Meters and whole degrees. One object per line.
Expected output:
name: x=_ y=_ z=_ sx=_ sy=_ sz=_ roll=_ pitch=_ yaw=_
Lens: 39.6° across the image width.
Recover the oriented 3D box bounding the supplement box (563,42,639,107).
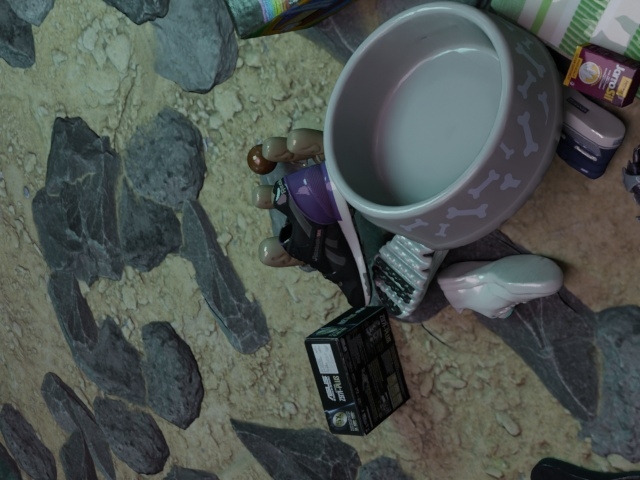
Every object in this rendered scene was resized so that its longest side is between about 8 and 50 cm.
supplement box: x=0.360 y=-0.210 z=1.125 sx=0.083 sy=0.043 sz=0.055 roll=29 pitch=122 yaw=27

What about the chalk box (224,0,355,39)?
chalk box: x=-0.001 y=-0.437 z=1.287 sx=0.288 sy=0.179 sz=0.180 roll=-18 pitch=95 yaw=41

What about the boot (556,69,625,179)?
boot: x=0.323 y=-0.166 z=1.213 sx=0.190 sy=0.069 sz=0.086 roll=48 pitch=150 yaw=27

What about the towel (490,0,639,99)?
towel: x=0.390 y=-0.321 z=1.113 sx=0.324 sy=0.038 sz=0.248 roll=38 pitch=128 yaw=22

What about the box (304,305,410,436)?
box: x=0.065 y=0.222 z=1.529 sx=0.077 sy=0.147 sz=0.180 roll=-7 pitch=105 yaw=41

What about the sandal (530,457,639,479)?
sandal: x=0.440 y=0.400 z=1.360 sx=0.254 sy=0.054 sz=0.097 roll=-2 pitch=107 yaw=40

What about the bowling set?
bowling set: x=-0.026 y=-0.111 z=1.491 sx=0.200 sy=0.154 sz=0.287 roll=-116 pitch=35 yaw=-44

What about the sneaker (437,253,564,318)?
sneaker: x=0.283 y=0.079 z=1.352 sx=0.212 sy=0.080 sz=0.094 roll=-3 pitch=118 yaw=47

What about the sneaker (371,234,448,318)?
sneaker: x=0.164 y=0.006 z=1.378 sx=0.110 sy=0.118 sz=0.292 roll=47 pitch=139 yaw=31

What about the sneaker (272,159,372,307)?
sneaker: x=0.000 y=0.000 z=1.414 sx=0.124 sy=0.107 sz=0.283 roll=-17 pitch=126 yaw=2

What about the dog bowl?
dog bowl: x=0.149 y=-0.165 z=1.213 sx=0.348 sy=0.102 sz=0.349 roll=-16 pitch=65 yaw=37

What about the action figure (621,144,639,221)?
action figure: x=0.460 y=-0.111 z=1.071 sx=0.185 sy=0.099 sz=0.285 roll=-13 pitch=132 yaw=14
